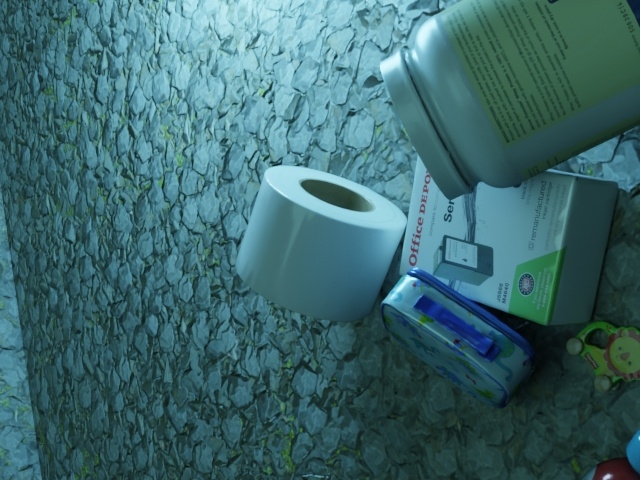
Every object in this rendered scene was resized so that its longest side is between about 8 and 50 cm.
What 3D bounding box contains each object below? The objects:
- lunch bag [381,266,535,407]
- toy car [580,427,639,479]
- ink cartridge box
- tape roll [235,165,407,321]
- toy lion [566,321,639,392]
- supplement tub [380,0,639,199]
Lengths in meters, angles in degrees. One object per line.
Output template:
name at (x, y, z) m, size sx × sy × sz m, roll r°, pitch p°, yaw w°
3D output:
lunch bag at (0.193, 0.137, 1.200) m, size 0.219 × 0.176 × 0.090 m, roll 34°, pitch 78°, yaw 20°
toy car at (0.330, 0.361, 0.993) m, size 0.210 × 0.238 × 0.219 m, roll 58°, pitch 139°, yaw 44°
ink cartridge box at (0.256, -0.012, 1.213) m, size 0.273 × 0.115 × 0.198 m, roll 17°, pitch 102°, yaw 47°
tape roll at (0.000, 0.000, 1.402) m, size 0.246 × 0.246 × 0.169 m, roll 38°, pitch 117°, yaw 42°
toy lion at (0.389, 0.147, 1.127) m, size 0.096 × 0.034 × 0.100 m, roll -50°, pitch 54°, yaw 26°
supplement tub at (0.261, -0.208, 1.046) m, size 0.325 × 0.235 × 0.235 m, roll -26°, pitch 67°, yaw 15°
